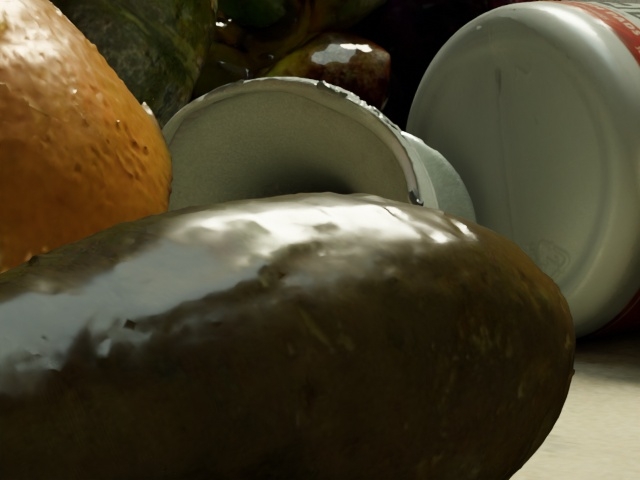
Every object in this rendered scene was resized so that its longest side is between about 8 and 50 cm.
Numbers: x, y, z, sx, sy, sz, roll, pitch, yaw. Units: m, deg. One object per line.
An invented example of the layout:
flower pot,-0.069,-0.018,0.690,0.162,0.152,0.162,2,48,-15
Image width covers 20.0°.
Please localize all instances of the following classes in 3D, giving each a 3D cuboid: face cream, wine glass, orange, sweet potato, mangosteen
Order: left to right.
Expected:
orange,-0.227,-0.033,0.859,0.310,0.274,0.274,43,19,11
sweet potato,-0.090,0.064,0.553,0.422,0.131,0.130,-12,11,-24
wine glass,0.000,0.000,0.971,0.165,0.165,0.196,2,-1,15
mangosteen,0.036,-0.107,1.266,0.297,0.297,0.313,1,10,5
face cream,0.178,-0.043,1.096,0.187,0.201,0.201,-5,8,-38

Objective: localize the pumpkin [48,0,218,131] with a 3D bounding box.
pumpkin,-0.222,-0.077,1.106,0.242,0.232,0.325,30,-35,-10
